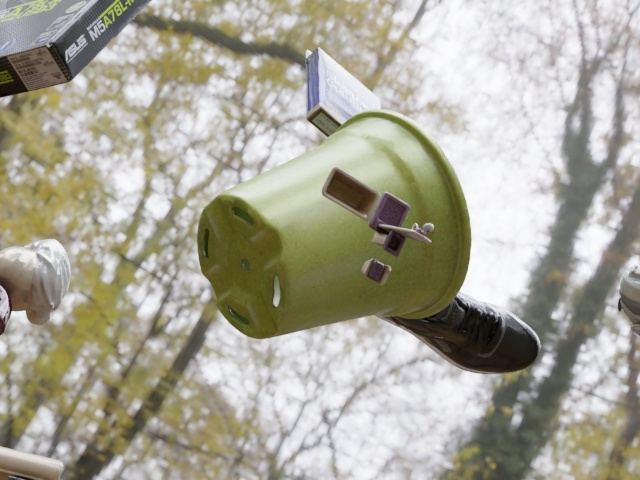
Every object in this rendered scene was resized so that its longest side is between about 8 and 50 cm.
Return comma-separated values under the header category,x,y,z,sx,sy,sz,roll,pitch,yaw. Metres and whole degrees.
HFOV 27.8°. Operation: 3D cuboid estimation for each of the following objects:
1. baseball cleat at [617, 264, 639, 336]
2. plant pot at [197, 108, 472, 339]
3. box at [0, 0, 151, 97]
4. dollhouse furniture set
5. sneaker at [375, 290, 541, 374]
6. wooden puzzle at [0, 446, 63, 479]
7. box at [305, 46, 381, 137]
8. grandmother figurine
category,x,y,z,sx,sy,sz,roll,pitch,yaw
baseball cleat,0.462,0.095,1.573,0.206,0.072,0.109,25,-42,28
plant pot,0.000,0.000,1.584,0.276,0.254,0.276,25,-56,44
box,-0.255,-0.192,1.181,0.190,0.184,0.045,-6,-54,34
dollhouse furniture set,0.052,-0.015,1.291,0.114,0.091,0.081,30,-8,-31
sneaker,0.188,0.119,1.851,0.283,0.107,0.124,23,-5,-5
wooden puzzle,-0.165,0.139,0.645,0.116,0.079,0.014,1,-15,21
box,0.036,-0.209,1.964,0.136,0.225,0.036,37,-64,-25
grandmother figurine,-0.393,0.070,1.300,0.207,0.342,0.104,21,-61,38
